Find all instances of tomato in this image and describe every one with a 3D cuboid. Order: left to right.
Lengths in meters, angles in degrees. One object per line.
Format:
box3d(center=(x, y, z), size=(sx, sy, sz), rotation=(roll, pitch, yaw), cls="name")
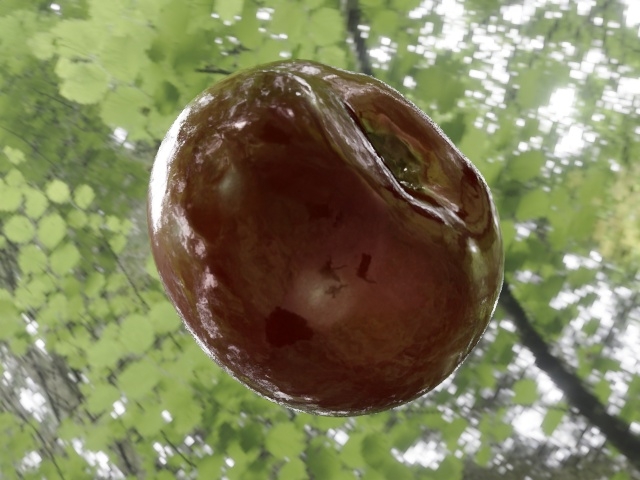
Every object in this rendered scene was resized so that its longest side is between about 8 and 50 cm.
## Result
box3d(center=(0.000, 0.000, 0.702), size=(0.195, 0.195, 0.136), rotation=(30, -60, -28), cls="tomato")
